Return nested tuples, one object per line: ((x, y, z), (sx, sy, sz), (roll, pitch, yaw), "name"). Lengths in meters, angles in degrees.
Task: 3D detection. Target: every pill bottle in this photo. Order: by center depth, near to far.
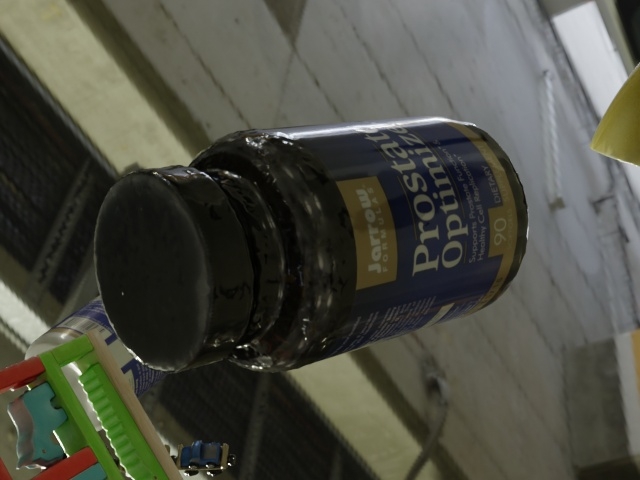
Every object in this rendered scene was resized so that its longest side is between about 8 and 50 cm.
((0.000, 0.000, 0.520), (0.219, 0.123, 0.123), (-12, -99, -44), "pill bottle")
((-0.208, 0.108, 1.043), (0.187, 0.112, 0.112), (-40, -72, -53), "pill bottle")

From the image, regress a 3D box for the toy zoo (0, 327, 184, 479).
((-0.210, 0.188, 0.679), (0.192, 0.030, 0.293), (59, -150, 4), "toy zoo")

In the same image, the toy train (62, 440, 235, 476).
((-0.156, 0.196, 0.896), (0.036, 0.158, 0.027), (84, -175, -47), "toy train")

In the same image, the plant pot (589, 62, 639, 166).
((0.271, -0.096, 0.703), (0.134, 0.134, 0.095), (-21, -54, -65), "plant pot")
